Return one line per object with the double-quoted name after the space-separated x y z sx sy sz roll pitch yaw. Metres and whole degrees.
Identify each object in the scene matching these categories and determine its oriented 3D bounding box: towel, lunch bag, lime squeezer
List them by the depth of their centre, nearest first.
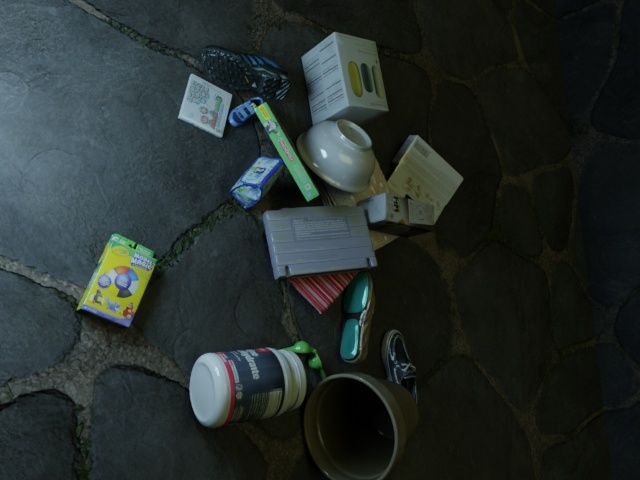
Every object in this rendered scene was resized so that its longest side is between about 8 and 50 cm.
-0.186 -0.181 1.656 0.096 0.151 0.129 47 56 -20 "lunch bag"
-0.042 0.381 1.687 0.310 0.059 0.110 39 57 -25 "lime squeezer"
0.012 0.085 1.791 0.199 0.031 0.275 45 54 -1 "towel"
0.155 -0.127 1.974 0.317 0.053 0.332 -29 98 -39 "towel"

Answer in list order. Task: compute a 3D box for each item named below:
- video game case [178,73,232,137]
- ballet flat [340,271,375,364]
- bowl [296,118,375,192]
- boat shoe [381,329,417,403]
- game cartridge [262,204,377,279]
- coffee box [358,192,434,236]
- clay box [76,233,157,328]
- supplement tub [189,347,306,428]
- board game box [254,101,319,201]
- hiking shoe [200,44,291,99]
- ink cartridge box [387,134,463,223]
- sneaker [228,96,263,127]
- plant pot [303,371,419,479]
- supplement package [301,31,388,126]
-0.350 -0.412 1.673 0.143 0.019 0.157 22 66 -32 "video game case"
0.130 0.260 1.839 0.106 0.107 0.316 33 63 -50 "ballet flat"
0.078 -0.308 1.827 0.298 0.134 0.298 25 37 -20 "bowl"
0.285 0.458 1.891 0.108 0.102 0.301 7 74 -37 "boat shoe"
0.000 0.000 1.762 0.355 0.068 0.230 -4 67 -26 "game cartridge"
0.269 -0.086 1.930 0.246 0.141 0.098 10 74 -35 "coffee box"
-0.510 0.098 1.395 0.127 0.053 0.222 30 63 -29 "clay box"
-0.195 0.391 1.476 0.272 0.191 0.191 3 77 -38 "supplement tub"
-0.100 -0.280 1.729 0.046 0.213 0.317 -29 100 4 "board game box"
-0.243 -0.549 1.758 0.304 0.113 0.132 18 38 -27 "hiking shoe"
0.399 -0.230 2.183 0.296 0.066 0.261 36 84 -25 "ink cartridge box"
-0.237 -0.413 1.736 0.053 0.059 0.144 52 54 -18 "sneaker"
0.156 0.546 1.666 0.280 0.323 0.323 2 77 -54 "plant pot"
0.085 -0.554 1.933 0.199 0.198 0.263 -4 81 -39 "supplement package"
